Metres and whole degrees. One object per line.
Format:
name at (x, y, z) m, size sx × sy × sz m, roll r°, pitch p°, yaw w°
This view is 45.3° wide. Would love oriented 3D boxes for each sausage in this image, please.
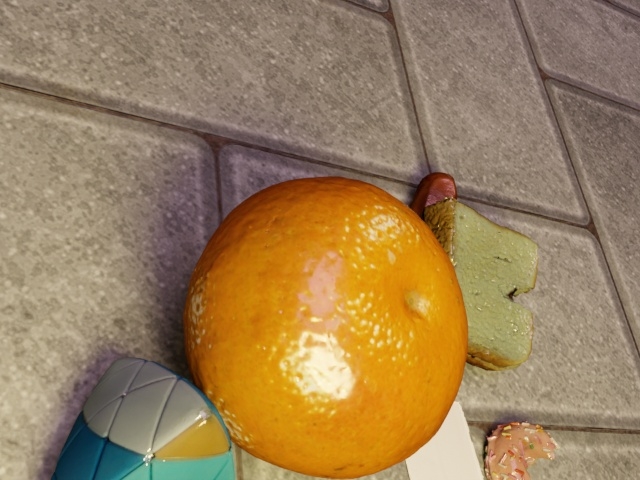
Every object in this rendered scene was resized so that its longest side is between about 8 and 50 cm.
sausage at (0.218, -0.062, 1.505) m, size 0.089 × 0.089 × 0.179 m, roll 29°, pitch 58°, yaw -16°

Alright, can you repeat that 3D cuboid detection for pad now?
pad at (0.204, 0.376, 1.254) m, size 0.156 × 0.004 × 0.232 m, roll 6°, pitch 58°, yaw -33°

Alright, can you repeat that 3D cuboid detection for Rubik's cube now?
Rubik's cube at (-0.167, 0.267, 0.919) m, size 0.254 × 0.254 × 0.254 m, roll 18°, pitch 52°, yaw -25°

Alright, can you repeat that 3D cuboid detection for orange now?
orange at (0.003, 0.118, 1.062) m, size 0.424 × 0.326 × 0.424 m, roll 18°, pitch 64°, yaw -42°

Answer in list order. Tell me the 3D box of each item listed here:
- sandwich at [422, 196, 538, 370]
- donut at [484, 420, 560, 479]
sandwich at (0.287, 0.092, 1.402) m, size 0.249 × 0.095 × 0.273 m, roll 23°, pitch 64°, yaw -27°
donut at (0.336, 0.368, 1.313) m, size 0.117 × 0.065 × 0.166 m, roll 42°, pitch 44°, yaw -5°
